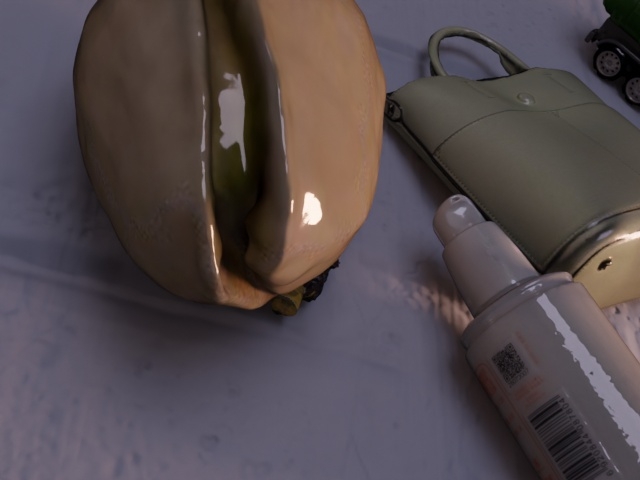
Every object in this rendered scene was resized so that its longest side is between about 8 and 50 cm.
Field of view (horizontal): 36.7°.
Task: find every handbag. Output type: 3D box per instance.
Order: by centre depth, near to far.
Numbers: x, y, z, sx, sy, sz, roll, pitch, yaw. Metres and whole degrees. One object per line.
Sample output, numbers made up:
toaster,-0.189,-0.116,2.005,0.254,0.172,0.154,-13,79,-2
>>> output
handbag,0.187,-0.077,0.850,0.241,0.109,0.315,-9,45,-33

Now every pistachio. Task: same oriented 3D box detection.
pistachio,-0.056,-0.084,0.624,0.207,0.226,0.332,-3,45,-4

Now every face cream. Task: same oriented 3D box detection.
face cream,0.154,0.076,0.677,0.101,0.101,0.252,-13,60,-33

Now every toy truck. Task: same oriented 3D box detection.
toy truck,0.385,-0.180,0.980,0.242,0.125,0.101,47,48,13

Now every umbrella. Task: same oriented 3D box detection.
umbrella,0.000,0.000,0.704,0.037,0.040,0.144,54,39,-25
